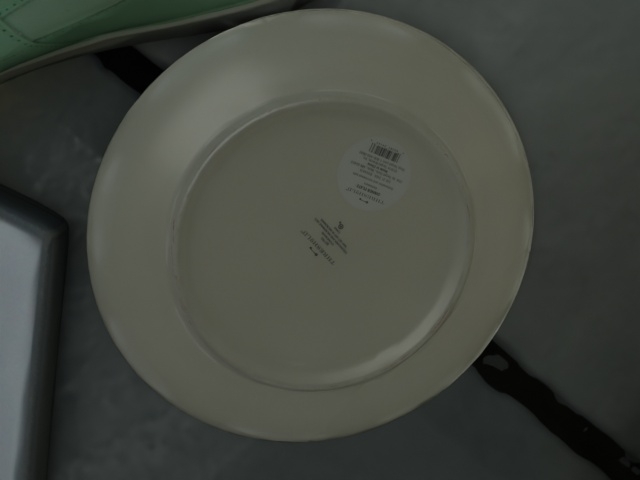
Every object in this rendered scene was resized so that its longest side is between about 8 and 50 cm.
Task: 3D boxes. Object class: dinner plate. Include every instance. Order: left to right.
[{"bbox_3d":[0.000,0.000,0.498,0.141,0.017,0.141,-4,108,-13],"label":"dinner plate"}]

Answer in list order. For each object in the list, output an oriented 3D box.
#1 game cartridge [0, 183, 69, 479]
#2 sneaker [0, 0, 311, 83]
[{"bbox_3d":[-0.230,0.048,0.506,0.294,0.060,0.196,6,98,-1],"label":"game cartridge"},{"bbox_3d":[-0.112,-0.096,0.424,0.256,0.151,0.094,-21,69,-9],"label":"sneaker"}]
